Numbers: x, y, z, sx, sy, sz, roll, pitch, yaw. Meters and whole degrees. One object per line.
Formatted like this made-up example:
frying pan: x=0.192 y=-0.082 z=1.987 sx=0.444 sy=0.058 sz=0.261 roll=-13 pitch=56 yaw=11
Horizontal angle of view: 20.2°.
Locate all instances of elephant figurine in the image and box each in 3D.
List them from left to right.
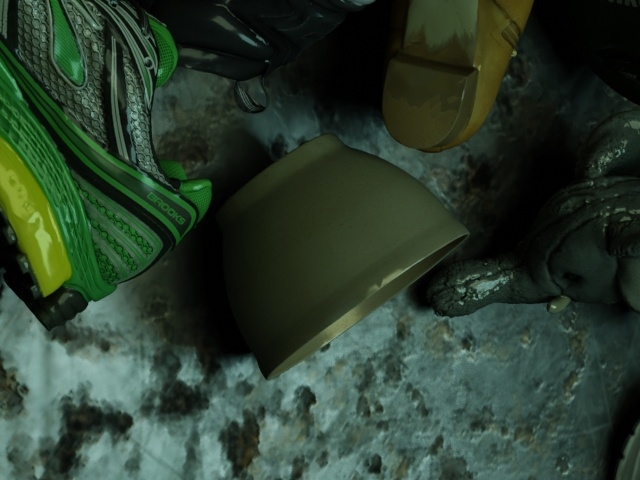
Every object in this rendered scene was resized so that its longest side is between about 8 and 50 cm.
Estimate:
elephant figurine: x=0.228 y=-0.004 z=1.301 sx=0.239 sy=0.169 sz=0.186 roll=13 pitch=92 yaw=-41

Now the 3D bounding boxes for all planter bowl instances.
planter bowl: x=0.000 y=0.000 z=1.161 sx=0.162 sy=0.162 sz=0.109 roll=-32 pitch=82 yaw=-31

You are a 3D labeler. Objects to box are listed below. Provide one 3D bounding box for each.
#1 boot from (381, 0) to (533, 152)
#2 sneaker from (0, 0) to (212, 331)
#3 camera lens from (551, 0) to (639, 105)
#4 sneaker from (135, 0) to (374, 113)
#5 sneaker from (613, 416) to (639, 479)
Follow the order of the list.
boot: x=0.105 y=-0.201 z=1.180 sx=0.104 sy=0.211 sz=0.295 roll=19 pitch=104 yaw=5
sneaker: x=-0.174 y=-0.127 z=1.021 sx=0.146 sy=0.134 sz=0.343 roll=-30 pitch=117 yaw=-17
camera lens: x=0.318 y=-0.232 z=1.332 sx=0.274 sy=0.219 sz=0.219 roll=-32 pitch=110 yaw=-31
sneaker: x=-0.100 y=-0.196 z=1.094 sx=0.268 sy=0.101 sz=0.153 roll=40 pitch=104 yaw=-1
sneaker: x=0.299 y=0.260 z=1.391 sx=0.111 sy=0.129 sz=0.297 roll=4 pitch=88 yaw=-35
